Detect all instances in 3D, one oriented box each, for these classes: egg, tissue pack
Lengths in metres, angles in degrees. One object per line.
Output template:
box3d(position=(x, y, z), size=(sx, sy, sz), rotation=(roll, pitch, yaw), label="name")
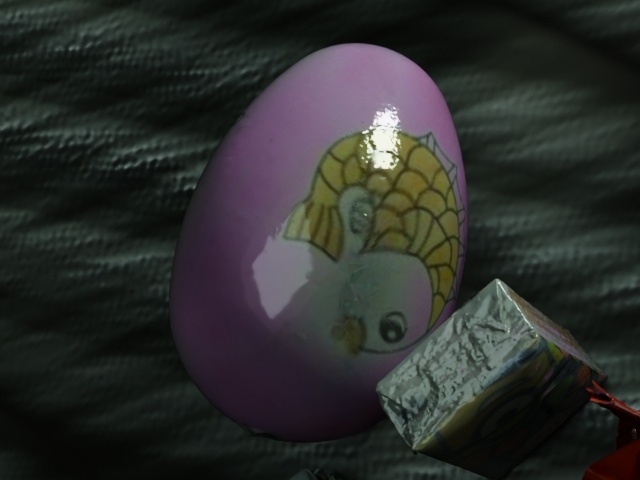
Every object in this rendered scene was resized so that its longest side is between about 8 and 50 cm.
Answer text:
box3d(position=(0.000, 0.000, 1.281), size=(0.196, 0.196, 0.271), rotation=(-3, 75, 24), label="egg")
box3d(position=(0.112, 0.094, 1.229), size=(0.108, 0.148, 0.060), rotation=(-42, 62, 9), label="tissue pack")

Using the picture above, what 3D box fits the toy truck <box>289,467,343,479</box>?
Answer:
box3d(position=(0.013, 0.211, 1.293), size=(0.052, 0.063, 0.123), rotation=(-42, 64, 10), label="toy truck")

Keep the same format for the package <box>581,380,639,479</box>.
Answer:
box3d(position=(0.168, 0.308, 1.121), size=(0.123, 0.196, 0.424), rotation=(10, 80, 22), label="package")
